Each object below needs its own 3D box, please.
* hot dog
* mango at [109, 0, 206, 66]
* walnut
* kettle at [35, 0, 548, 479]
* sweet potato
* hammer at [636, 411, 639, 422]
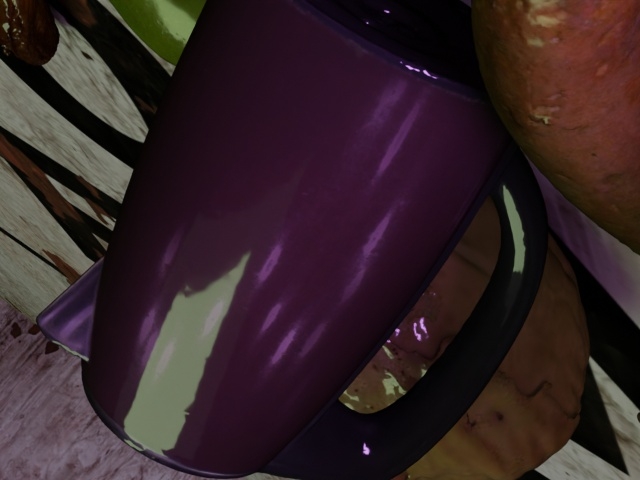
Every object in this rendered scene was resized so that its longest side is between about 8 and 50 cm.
[{"bbox_3d":[-0.241,-0.180,1.171,0.099,0.065,0.147,28,163,8],"label":"hot dog"},{"bbox_3d":[-0.084,-0.146,0.841,0.165,0.074,0.091,39,168,5],"label":"mango"},{"bbox_3d":[0.043,0.042,0.874,0.245,0.198,0.198,46,165,-22],"label":"walnut"},{"bbox_3d":[0.000,0.000,0.712,0.202,0.232,0.144,20,-155,-20],"label":"kettle"},{"bbox_3d":[0.113,-0.069,0.576,0.108,0.079,0.346,-1,146,25],"label":"sweet potato"},{"bbox_3d":[0.246,0.123,0.943,0.062,0.017,0.182,46,166,-23],"label":"hammer"}]
